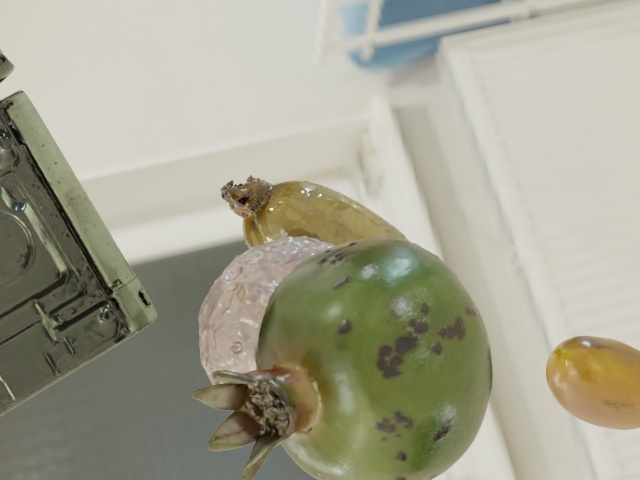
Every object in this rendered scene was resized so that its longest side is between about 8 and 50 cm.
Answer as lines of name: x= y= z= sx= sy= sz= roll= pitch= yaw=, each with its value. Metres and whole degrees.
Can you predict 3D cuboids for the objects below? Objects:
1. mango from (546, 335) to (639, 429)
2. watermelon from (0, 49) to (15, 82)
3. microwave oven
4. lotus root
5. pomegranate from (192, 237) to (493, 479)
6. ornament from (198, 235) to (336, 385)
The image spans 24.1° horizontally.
mango: x=0.376 y=0.188 z=1.978 sx=0.141 sy=0.217 sz=0.102 roll=3 pitch=67 yaw=43
watermelon: x=-0.469 y=-0.235 z=2.012 sx=0.092 sy=0.075 sz=0.181 roll=42 pitch=170 yaw=-28
microwave oven: x=-0.477 y=0.022 z=2.202 sx=0.394 sy=0.333 sz=0.247 roll=61 pitch=166 yaw=-11
lotus root: x=0.000 y=0.000 z=2.246 sx=0.169 sy=0.343 sz=0.151 roll=-44 pitch=19 yaw=48
pomegranate: x=0.041 y=0.141 z=1.647 sx=0.323 sy=0.291 sz=0.290 roll=-5 pitch=-101 yaw=-59
ornament: x=-0.034 y=0.112 z=1.936 sx=0.259 sy=0.259 sz=0.225 roll=100 pitch=149 yaw=-65
